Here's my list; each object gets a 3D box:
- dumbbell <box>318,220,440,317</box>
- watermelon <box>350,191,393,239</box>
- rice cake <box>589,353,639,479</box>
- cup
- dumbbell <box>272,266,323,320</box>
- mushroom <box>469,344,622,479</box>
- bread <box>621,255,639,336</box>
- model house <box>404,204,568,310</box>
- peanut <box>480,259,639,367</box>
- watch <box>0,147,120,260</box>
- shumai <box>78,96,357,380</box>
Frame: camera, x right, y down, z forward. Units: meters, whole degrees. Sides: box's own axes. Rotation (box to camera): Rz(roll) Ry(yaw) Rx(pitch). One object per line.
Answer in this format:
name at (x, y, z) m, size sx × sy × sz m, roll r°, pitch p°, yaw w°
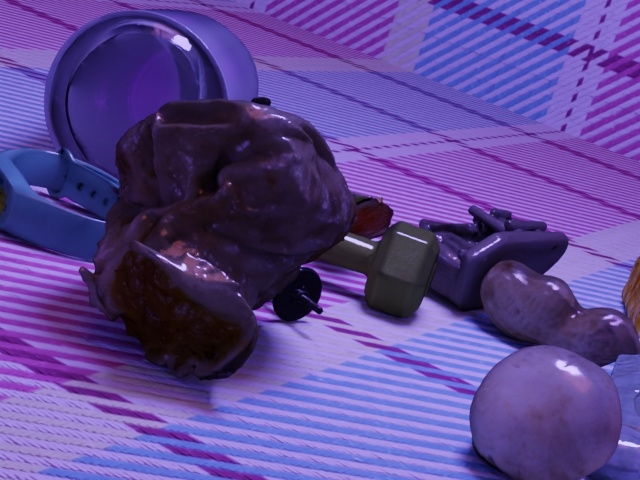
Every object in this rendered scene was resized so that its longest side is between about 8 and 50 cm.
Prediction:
dumbbell at (0.000, 0.000, 1.802) m, size 0.302 × 0.121 × 0.108 m, roll 20°, pitch 45°, yaw 6°
watermelon at (0.042, -0.038, 1.941) m, size 0.119 × 0.063 × 0.245 m, roll -3°, pitch -13°, yaw 8°
rice cake at (0.342, 0.199, 1.582) m, size 0.066 × 0.063 × 0.336 m, roll 13°, pitch 16°, yaw 13°
cup at (-0.217, -0.206, 2.013) m, size 0.253 × 0.253 × 0.371 m, roll 19°, pitch 14°, yaw 6°
dumbbell at (-0.043, 0.051, 1.653) m, size 0.069 × 0.069 × 0.147 m, roll 4°, pitch 22°, yaw -41°
mushroom at (0.227, 0.181, 1.417) m, size 0.154 × 0.122 × 0.154 m, roll -9°, pitch 48°, yaw 10°
bread at (0.501, 0.068, 2.083) m, size 0.068 × 0.125 × 0.188 m, roll 24°, pitch 16°, yaw -3°
model house at (0.205, 0.013, 1.956) m, size 0.188 × 0.122 × 0.229 m, roll 27°, pitch 21°, yaw 38°
peanut at (0.305, 0.101, 1.803) m, size 0.228 × 0.104 × 0.086 m, roll 29°, pitch 44°, yaw 25°
watch at (-0.311, -0.050, 1.712) m, size 0.195 × 0.068 × 0.237 m, roll 8°, pitch 19°, yaw -34°
shumai at (-0.106, 0.039, 1.460) m, size 0.267 × 0.262 × 0.314 m, roll 8°, pitch -29°, yaw 2°
